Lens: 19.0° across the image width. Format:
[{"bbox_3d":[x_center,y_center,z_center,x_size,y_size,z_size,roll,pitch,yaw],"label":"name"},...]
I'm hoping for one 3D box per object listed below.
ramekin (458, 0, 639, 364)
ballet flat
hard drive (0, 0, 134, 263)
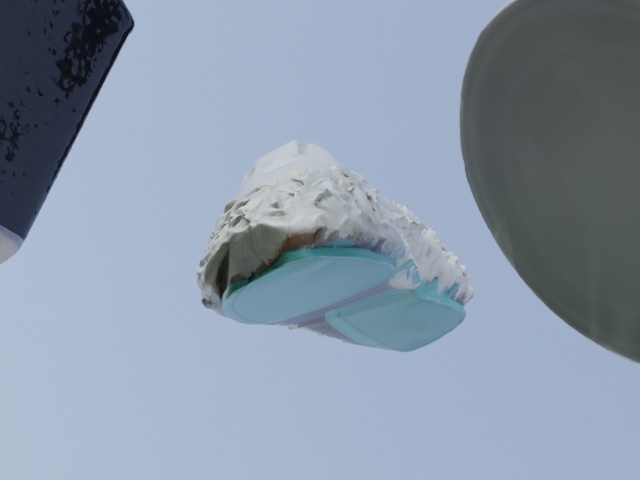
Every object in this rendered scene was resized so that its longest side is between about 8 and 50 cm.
[{"bbox_3d":[0.231,-0.060,1.239,0.273,0.127,0.273,29,-46,35],"label":"ramekin"},{"bbox_3d":[0.000,0.000,1.413,0.147,0.409,0.147,-3,-101,17],"label":"ballet flat"},{"bbox_3d":[-0.184,-0.112,0.799,0.054,0.255,0.172,3,-122,39],"label":"hard drive"}]
